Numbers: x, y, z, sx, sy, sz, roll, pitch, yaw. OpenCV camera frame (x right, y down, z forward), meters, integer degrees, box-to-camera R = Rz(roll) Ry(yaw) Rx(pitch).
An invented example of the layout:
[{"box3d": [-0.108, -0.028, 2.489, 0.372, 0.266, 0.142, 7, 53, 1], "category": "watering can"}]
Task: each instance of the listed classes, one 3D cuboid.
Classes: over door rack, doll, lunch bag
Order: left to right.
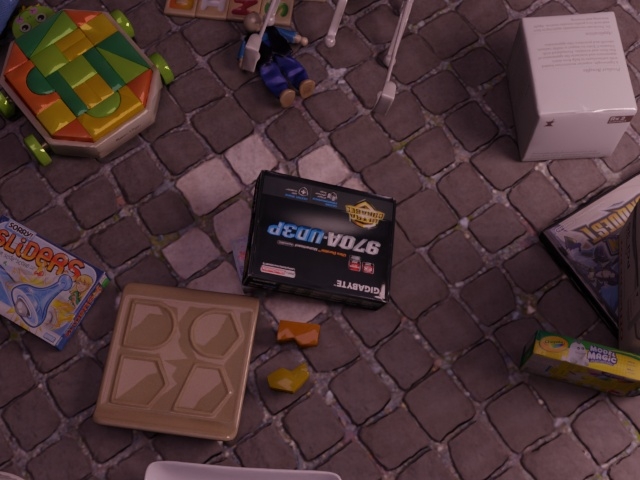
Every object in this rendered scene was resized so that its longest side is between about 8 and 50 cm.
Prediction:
[{"box3d": [-0.096, 0.031, 1.323, 0.071, 0.053, 0.083, -16, 79, -5], "category": "lunch bag"}, {"box3d": [-0.077, -0.318, 1.468, 0.129, 0.046, 0.189, -28, 66, -9], "category": "doll"}, {"box3d": [0.016, -0.336, 1.406, 0.239, 0.108, 0.324, 18, 48, -3], "category": "over door rack"}]

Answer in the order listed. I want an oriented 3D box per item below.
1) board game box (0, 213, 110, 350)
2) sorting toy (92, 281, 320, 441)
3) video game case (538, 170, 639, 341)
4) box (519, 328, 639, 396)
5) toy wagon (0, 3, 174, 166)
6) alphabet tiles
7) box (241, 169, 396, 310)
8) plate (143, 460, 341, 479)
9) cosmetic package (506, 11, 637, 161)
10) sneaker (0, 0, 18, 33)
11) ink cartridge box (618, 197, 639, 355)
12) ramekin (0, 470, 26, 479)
[{"box3d": [-0.447, 0.063, 1.327, 0.201, 0.035, 0.136, 27, 71, 12], "category": "board game box"}, {"box3d": [-0.163, 0.183, 1.274, 0.307, 0.041, 0.229, 7, 64, 4], "category": "sorting toy"}, {"box3d": [0.522, 0.020, 1.322, 0.275, 0.035, 0.248, -30, 70, -10], "category": "video game case"}, {"box3d": [0.384, 0.179, 1.223, 0.179, 0.105, 0.043, 16, 70, 7], "category": "box"}, {"box3d": [-0.428, -0.291, 1.454, 0.267, 0.068, 0.344, -37, 72, -13], "category": "toy wagon"}, {"box3d": [-0.150, -0.522, 1.572, 0.342, 0.011, 0.285, 6, 68, 4], "category": "alphabet tiles"}, {"box3d": [0.000, 0.000, 1.301, 0.220, 0.051, 0.175, 12, 67, -13], "category": "box"}, {"box3d": [-0.114, 0.448, 1.157, 0.277, 0.045, 0.278, 3, 68, 3], "category": "plate"}, {"box3d": [0.393, -0.242, 1.369, 0.151, 0.151, 0.184, -3, 67, 1], "category": "cosmetic package"}, {"box3d": [-0.540, -0.494, 1.485, 0.147, 0.130, 0.330, -4, 65, 31], "category": "sneaker"}, {"box3d": [0.485, 0.035, 1.148, 0.117, 0.283, 0.207, 5, 68, 8], "category": "ink cartridge box"}, {"box3d": [-0.467, 0.410, 1.147, 0.207, 0.109, 0.207, -1, 68, 1], "category": "ramekin"}]
